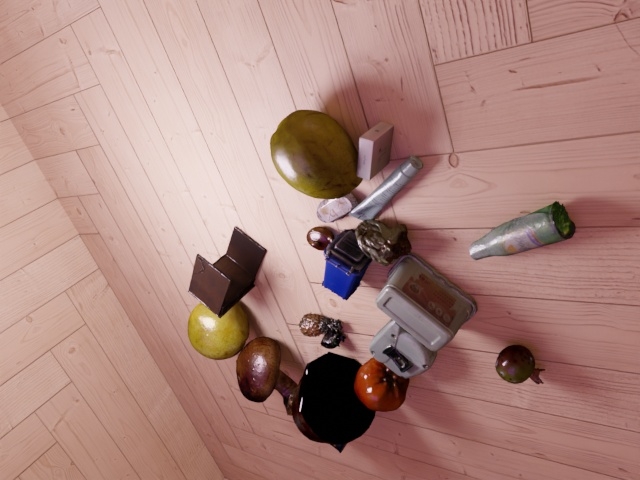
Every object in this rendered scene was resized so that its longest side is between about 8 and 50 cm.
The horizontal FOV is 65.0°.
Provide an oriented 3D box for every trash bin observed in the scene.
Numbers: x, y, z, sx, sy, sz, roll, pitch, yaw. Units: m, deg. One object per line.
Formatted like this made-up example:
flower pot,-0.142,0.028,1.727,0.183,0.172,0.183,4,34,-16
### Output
trash bin,0.091,0.098,1.803,0.163,0.184,0.234,33,142,16

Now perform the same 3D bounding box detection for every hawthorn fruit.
hawthorn fruit,0.238,0.590,2.039,0.224,0.224,0.261,42,149,5

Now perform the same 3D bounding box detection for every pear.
pear,-0.012,-0.259,1.557,0.307,0.252,0.253,45,140,-19
pear,-0.486,0.433,2.435,0.304,0.304,0.303,21,132,25

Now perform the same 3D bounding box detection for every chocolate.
chocolate,0.547,-0.009,1.408,0.110,0.110,0.291,53,140,-7
chocolate,0.024,0.717,2.218,0.383,0.384,0.331,47,145,-1

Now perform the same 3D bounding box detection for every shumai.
shumai,0.214,-0.011,1.653,0.142,0.184,0.184,-37,96,24

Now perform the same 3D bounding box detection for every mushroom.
mushroom,-0.235,0.634,2.405,0.357,0.334,0.331,4,146,6

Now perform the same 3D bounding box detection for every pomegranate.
pomegranate,0.652,0.405,1.628,0.159,0.129,0.129,6,127,12

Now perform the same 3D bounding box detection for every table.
table,-0.402,0.135,2.170,0.196,0.250,0.282,38,137,10

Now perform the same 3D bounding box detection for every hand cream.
hand cream,0.206,-0.149,1.597,0.085,0.058,0.331,19,141,-20

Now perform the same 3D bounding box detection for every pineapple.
pineapple,0.008,0.361,2.132,0.198,0.108,0.108,-5,119,30

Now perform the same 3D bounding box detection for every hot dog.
hot dog,0.053,-0.116,1.756,0.099,0.053,0.192,52,141,-4

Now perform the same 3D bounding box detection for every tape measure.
tape measure,0.310,0.398,1.888,0.246,0.125,0.243,40,137,8

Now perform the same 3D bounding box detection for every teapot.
teapot,0.000,0.000,1.866,0.129,0.078,0.098,7,125,35

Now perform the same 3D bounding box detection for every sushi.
sushi,0.054,0.421,2.145,0.085,0.083,0.056,3,122,39

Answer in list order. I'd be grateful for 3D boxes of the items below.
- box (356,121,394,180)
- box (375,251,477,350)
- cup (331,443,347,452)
box,0.161,-0.267,1.491,0.051,0.129,0.130,22,133,25
box,0.341,0.216,1.682,0.312,0.182,0.175,38,138,8
cup,0.037,0.907,2.467,0.256,0.178,0.254,31,135,19
